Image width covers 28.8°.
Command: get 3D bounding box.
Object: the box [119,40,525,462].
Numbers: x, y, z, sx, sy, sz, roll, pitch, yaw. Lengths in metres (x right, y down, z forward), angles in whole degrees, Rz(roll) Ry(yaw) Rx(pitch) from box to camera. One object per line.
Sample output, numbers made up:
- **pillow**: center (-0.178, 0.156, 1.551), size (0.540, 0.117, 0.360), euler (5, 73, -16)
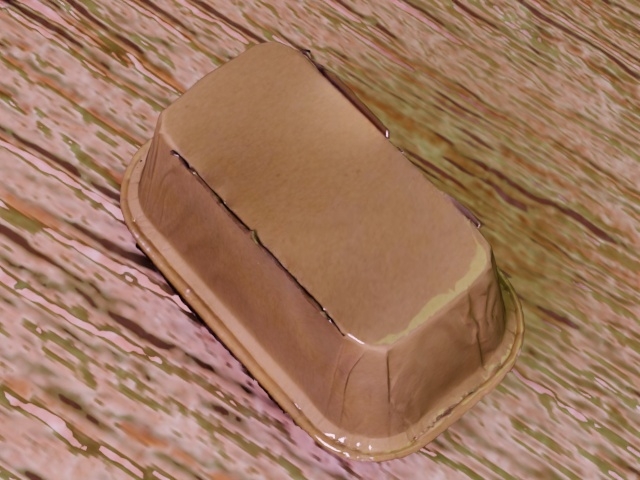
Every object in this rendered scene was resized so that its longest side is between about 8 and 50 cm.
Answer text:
- **box**: center (0.000, 0.000, 0.502), size (0.111, 0.111, 0.177), euler (-27, 66, -42)
